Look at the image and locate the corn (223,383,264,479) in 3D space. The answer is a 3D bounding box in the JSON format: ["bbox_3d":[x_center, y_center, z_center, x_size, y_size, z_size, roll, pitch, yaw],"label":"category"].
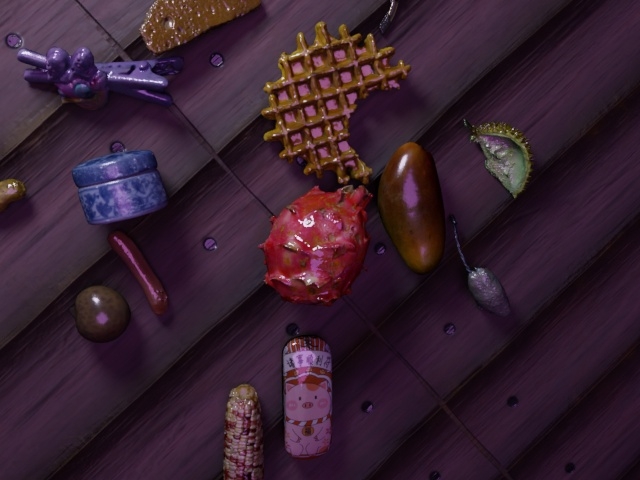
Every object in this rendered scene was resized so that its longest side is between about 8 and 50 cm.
[{"bbox_3d":[-0.157,0.422,1.268,0.086,0.086,0.253,0,98,-13],"label":"corn"}]

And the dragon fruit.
[{"bbox_3d":[0.000,0.000,1.174,0.210,0.205,0.268,34,83,11],"label":"dragon fruit"}]

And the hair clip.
[{"bbox_3d":[-0.379,-0.289,1.083,0.278,0.137,0.090,-4,65,-13],"label":"hair clip"}]

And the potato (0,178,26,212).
[{"bbox_3d":[-0.570,-0.080,1.109,0.092,0.046,0.045,-33,141,4],"label":"potato"}]

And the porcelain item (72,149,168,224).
[{"bbox_3d":[-0.355,-0.098,1.101,0.147,0.147,0.114,-15,101,-10],"label":"porcelain item"}]

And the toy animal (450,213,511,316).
[{"bbox_3d":[0.331,0.068,1.320,0.070,0.079,0.253,-36,105,-5],"label":"toy animal"}]

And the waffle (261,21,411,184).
[{"bbox_3d":[0.019,-0.266,1.202,0.259,0.069,0.293,21,97,-13],"label":"waffle"}]

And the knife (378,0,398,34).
[{"bbox_3d":[0.157,-0.511,1.212,0.045,0.021,0.222,23,93,-18],"label":"knife"}]

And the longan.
[{"bbox_3d":[-0.413,0.137,1.157,0.113,0.092,0.113,0,105,0],"label":"longan"}]

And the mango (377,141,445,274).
[{"bbox_3d":[0.183,-0.062,1.247,0.133,0.111,0.268,-16,102,-26],"label":"mango"}]

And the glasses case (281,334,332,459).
[{"bbox_3d":[-0.028,0.327,1.289,0.103,0.067,0.267,-4,101,-14],"label":"glasses case"}]

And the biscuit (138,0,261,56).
[{"bbox_3d":[-0.230,-0.432,1.110,0.237,0.026,0.131,-34,102,-19],"label":"biscuit"}]

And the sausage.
[{"bbox_3d":[-0.344,0.062,1.186,0.043,0.043,0.186,-30,105,-6],"label":"sausage"}]

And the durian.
[{"bbox_3d":[0.384,-0.190,1.293,0.100,0.086,0.215,-36,108,9],"label":"durian"}]
